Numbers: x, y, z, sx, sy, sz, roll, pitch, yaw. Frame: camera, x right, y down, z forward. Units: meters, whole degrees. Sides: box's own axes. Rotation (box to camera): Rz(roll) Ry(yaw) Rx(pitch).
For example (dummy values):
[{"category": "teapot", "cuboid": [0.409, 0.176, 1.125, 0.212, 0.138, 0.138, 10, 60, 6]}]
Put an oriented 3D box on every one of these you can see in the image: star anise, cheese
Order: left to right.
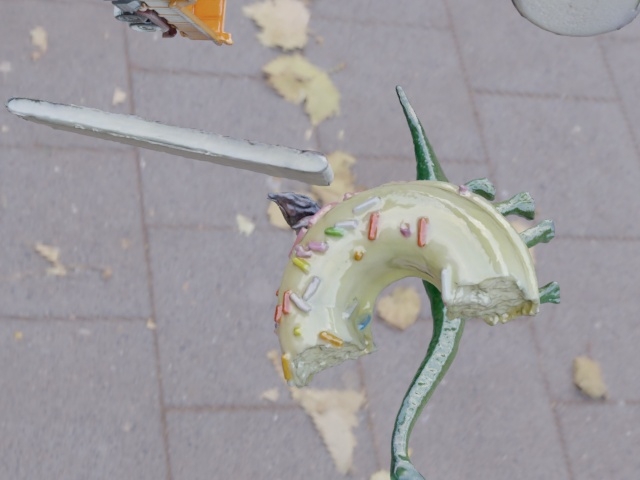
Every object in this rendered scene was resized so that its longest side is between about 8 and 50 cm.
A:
[{"category": "cheese", "cuboid": [-0.180, -0.121, 1.622, 0.400, 0.085, 0.034, 13, 82, 7]}, {"category": "star anise", "cuboid": [0.002, 0.001, 1.289, 0.042, 0.141, 0.141, -34, 69, 0]}]

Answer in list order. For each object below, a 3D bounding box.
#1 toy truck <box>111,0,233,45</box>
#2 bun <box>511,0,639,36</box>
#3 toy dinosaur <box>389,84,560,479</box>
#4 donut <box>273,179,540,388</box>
[{"category": "toy truck", "cuboid": [-0.187, -0.310, 1.588, 0.135, 0.270, 0.114, 2, 84, 15]}, {"category": "bun", "cuboid": [0.254, -0.272, 1.313, 0.138, 0.138, 0.094, 17, 60, -5]}, {"category": "toy dinosaur", "cuboid": [0.095, 0.030, 1.363, 0.300, 0.087, 0.447, -18, 56, -24]}, {"category": "donut", "cuboid": [0.039, 0.016, 0.805, 0.165, 0.065, 0.108, -20, 75, 17]}]
